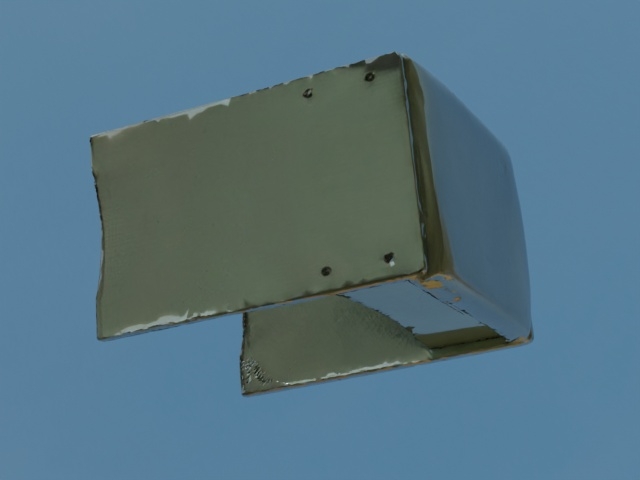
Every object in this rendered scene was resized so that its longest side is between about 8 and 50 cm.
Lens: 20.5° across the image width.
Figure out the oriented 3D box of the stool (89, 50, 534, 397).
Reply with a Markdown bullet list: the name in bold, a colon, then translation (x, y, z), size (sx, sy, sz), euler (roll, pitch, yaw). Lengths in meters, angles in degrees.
- **stool**: translation (0.000, 0.000, 1.361), size (0.270, 0.244, 0.170), euler (-13, -110, 21)
